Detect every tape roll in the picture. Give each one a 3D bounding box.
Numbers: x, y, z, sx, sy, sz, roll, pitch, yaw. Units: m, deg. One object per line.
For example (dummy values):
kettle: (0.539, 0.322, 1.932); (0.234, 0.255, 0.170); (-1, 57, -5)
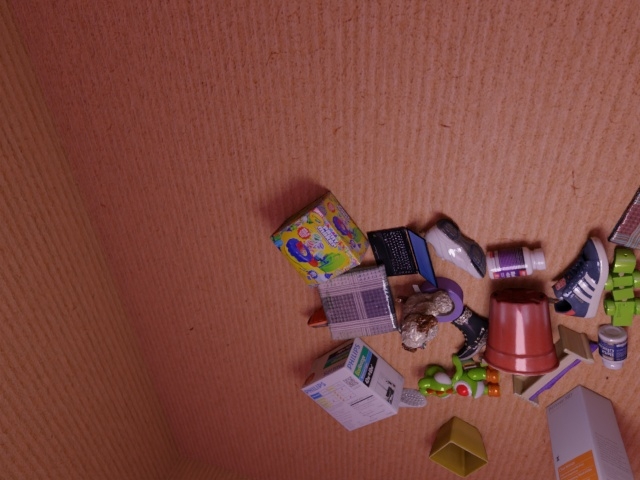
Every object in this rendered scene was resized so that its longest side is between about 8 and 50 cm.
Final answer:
tape roll: (0.512, 0.255, 1.773); (0.189, 0.080, 0.188); (10, 125, 15)

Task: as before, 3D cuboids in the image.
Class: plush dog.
plush dog: (0.392, 0.327, 1.672); (0.211, 0.225, 0.262); (20, 128, 8)

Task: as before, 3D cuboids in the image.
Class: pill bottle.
pill bottle: (0.734, 0.082, 1.560); (0.194, 0.108, 0.108); (-10, 117, 27)
pill bottle: (1.148, 0.421, 1.627); (0.094, 0.094, 0.169); (-8, 118, 25)

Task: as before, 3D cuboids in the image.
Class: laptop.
laptop: (0.331, 0.079, 1.694); (0.265, 0.136, 0.234); (-9, 117, 25)

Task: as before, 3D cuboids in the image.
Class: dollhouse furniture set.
dollhouse furniture set: (0.702, 0.522, 1.859); (0.152, 0.076, 0.058); (-10, 122, 1)

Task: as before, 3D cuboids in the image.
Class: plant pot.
plant pot: (0.711, 1.049, 2.138); (0.212, 0.187, 0.212); (29, 126, 1)
plant pot: (0.772, 0.337, 1.607); (0.273, 0.272, 0.264); (-2, 100, 22)

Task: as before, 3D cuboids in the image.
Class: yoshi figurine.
yoshi figurine: (0.641, 0.648, 1.951); (0.363, 0.203, 0.203); (-8, 154, 11)

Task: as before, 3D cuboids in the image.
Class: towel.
towel: (1.196, -0.053, 1.342); (0.371, 0.040, 0.271); (15, 124, 11)
towel: (0.162, 0.278, 1.842); (0.325, 0.056, 0.311); (-12, 98, 17)

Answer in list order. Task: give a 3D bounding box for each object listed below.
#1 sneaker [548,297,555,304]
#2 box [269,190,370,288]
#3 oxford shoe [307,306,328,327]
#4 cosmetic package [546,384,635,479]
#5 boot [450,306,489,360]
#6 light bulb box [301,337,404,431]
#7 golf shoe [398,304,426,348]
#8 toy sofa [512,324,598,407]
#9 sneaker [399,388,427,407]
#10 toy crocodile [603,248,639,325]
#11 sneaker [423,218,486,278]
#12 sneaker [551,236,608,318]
sneaker: (0.892, 0.249, 1.659); (0.084, 0.031, 0.036); (4, 135, 25)
box: (0.000, 0.000, 1.741); (0.279, 0.177, 0.289); (-31, 103, 33)
oxford shoe: (0.103, 0.376, 1.979); (0.364, 0.129, 0.132); (-19, 117, 29)
cosmetic package: (1.097, 0.860, 1.703); (0.162, 0.453, 0.229); (28, 126, 3)
boot: (0.637, 0.408, 1.823); (0.179, 0.085, 0.236); (36, 122, 0)
light bulb box: (0.166, 0.737, 2.122); (0.361, 0.225, 0.358); (44, 126, -9)
golf shoe: (0.403, 0.387, 1.888); (0.120, 0.105, 0.272); (-4, 119, 31)
toy sofa: (0.983, 0.541, 1.733); (0.177, 0.150, 0.362); (27, 126, 5)
sneaker: (0.446, 0.841, 2.181); (0.236, 0.090, 0.094); (-2, 133, 26)
toy crocodile: (1.091, 0.181, 1.502); (0.115, 0.105, 0.340); (-11, 121, 26)
sneaker: (0.534, 0.041, 1.631); (0.297, 0.111, 0.129); (45, 141, -6)
sneaker: (0.933, 0.145, 1.510); (0.148, 0.131, 0.349); (-1, 121, 17)
